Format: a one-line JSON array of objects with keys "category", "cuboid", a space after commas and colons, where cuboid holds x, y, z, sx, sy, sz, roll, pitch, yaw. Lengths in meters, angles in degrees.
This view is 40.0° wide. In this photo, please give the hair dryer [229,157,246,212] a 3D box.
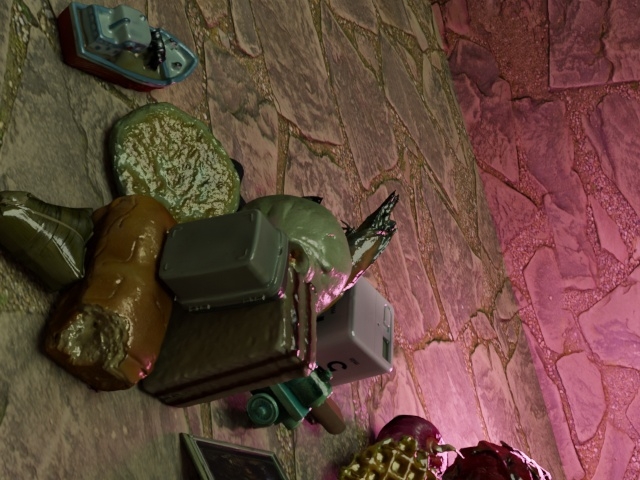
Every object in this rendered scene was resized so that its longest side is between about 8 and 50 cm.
[{"category": "hair dryer", "cuboid": [-0.188, -0.071, 2.004, 0.219, 0.071, 0.124, 59, 31, -38]}]

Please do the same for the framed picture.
[{"category": "framed picture", "cuboid": [-0.127, 0.477, 1.696, 0.296, 0.019, 0.232, 29, 21, -52]}]

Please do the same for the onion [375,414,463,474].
[{"category": "onion", "cuboid": [0.228, 0.537, 2.251, 0.207, 0.200, 0.201, -21, 92, -30]}]

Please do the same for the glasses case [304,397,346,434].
[{"category": "glasses case", "cuboid": [-0.026, 0.361, 2.025, 0.193, 0.070, 0.102, 53, 5, -26]}]

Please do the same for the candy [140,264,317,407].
[{"category": "candy", "cuboid": [-0.163, 0.181, 1.614, 0.135, 0.320, 0.180, 45, 34, -46]}]

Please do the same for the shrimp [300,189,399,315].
[{"category": "shrimp", "cuboid": [0.000, 0.000, 2.012, 0.272, 0.445, 0.085, 53, -16, 4]}]

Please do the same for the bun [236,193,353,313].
[{"category": "bun", "cuboid": [-0.078, 0.030, 1.863, 0.187, 0.293, 0.293, 97, -17, -74]}]

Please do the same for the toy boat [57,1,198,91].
[{"category": "toy boat", "cuboid": [-0.370, -0.396, 1.795, 0.332, 0.133, 0.145, 7, 66, -60]}]

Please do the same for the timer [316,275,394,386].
[{"category": "timer", "cuboid": [0.047, 0.214, 2.092, 0.194, 0.195, 0.192, 46, 37, -40]}]

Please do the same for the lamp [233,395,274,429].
[{"category": "lamp", "cuboid": [-0.169, 0.315, 1.803, 0.198, 0.056, 0.050, 50, 37, -28]}]

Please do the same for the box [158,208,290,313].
[{"category": "box", "cuboid": [-0.165, 0.039, 1.526, 0.129, 0.210, 0.148, 54, 34, -47]}]

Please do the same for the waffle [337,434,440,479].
[{"category": "waffle", "cuboid": [0.163, 0.622, 2.058, 0.324, 0.068, 0.302, -13, 89, -30]}]

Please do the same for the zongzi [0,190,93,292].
[{"category": "zongzi", "cuboid": [-0.463, -0.050, 1.462, 0.205, 0.094, 0.204, 50, 31, -33]}]

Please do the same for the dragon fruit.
[{"category": "dragon fruit", "cuboid": [0.490, 0.719, 2.452, 0.329, 0.329, 0.329, 38, 42, -45]}]

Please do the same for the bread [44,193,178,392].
[{"category": "bread", "cuboid": [-0.340, 0.086, 1.533, 0.195, 0.148, 0.344, 46, 37, -38]}]

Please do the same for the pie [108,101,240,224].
[{"category": "pie", "cuboid": [-0.301, -0.128, 1.788, 0.323, 0.070, 0.323, 17, 65, -40]}]

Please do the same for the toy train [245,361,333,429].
[{"category": "toy train", "cuboid": [-0.103, 0.231, 1.769, 0.298, 0.194, 0.120, 53, 25, 2]}]
